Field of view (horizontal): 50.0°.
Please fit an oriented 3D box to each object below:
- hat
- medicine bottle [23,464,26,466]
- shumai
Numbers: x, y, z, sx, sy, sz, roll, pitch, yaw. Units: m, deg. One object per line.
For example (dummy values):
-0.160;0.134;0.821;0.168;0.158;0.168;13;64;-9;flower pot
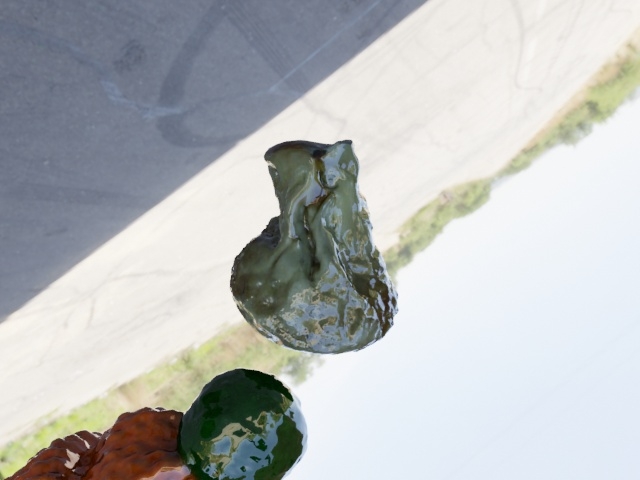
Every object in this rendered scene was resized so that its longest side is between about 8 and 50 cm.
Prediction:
-0.206;0.273;0.771;0.400;0.285;0.285;-54;174;7;hat
-0.515;0.446;1.305;0.091;0.058;0.058;-14;178;6;medicine bottle
0.000;0.000;0.864;0.222;0.272;0.203;-7;132;-31;shumai
